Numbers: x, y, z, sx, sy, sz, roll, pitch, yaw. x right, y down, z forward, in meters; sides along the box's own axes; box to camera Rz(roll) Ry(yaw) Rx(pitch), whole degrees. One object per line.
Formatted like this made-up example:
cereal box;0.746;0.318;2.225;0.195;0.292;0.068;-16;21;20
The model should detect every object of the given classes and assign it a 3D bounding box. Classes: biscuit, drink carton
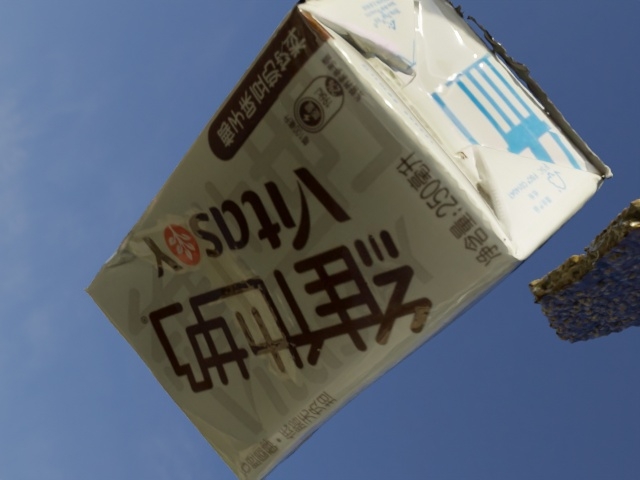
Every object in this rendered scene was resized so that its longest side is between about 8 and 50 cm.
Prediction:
biscuit;0.213;0.026;0.817;0.131;0.237;0.026;-21;-112;14
drink carton;0.000;0.000;0.773;0.194;0.132;0.324;50;-47;7
